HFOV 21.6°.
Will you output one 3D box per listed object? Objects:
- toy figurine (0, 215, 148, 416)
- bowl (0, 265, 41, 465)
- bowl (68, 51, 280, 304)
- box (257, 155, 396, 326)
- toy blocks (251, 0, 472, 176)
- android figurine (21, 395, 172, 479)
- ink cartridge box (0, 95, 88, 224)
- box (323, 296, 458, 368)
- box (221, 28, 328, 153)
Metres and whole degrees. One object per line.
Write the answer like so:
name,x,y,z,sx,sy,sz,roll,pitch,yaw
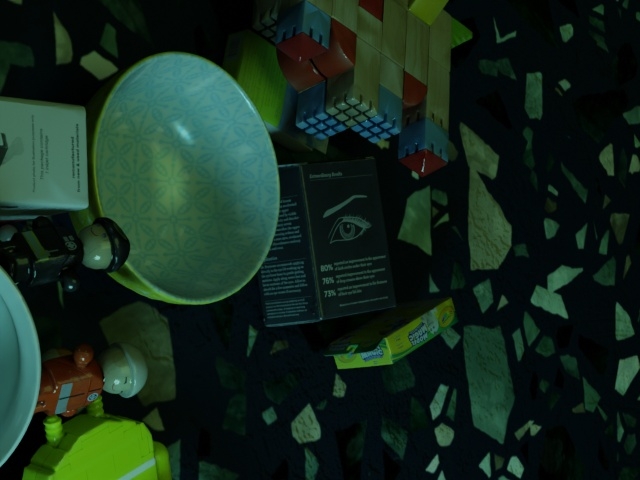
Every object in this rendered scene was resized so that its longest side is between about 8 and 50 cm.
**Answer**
toy figurine,-0.291,0.081,1.791,0.148,0.209,0.213,-12,92,-34
bowl,-0.424,0.110,1.660,0.298,0.134,0.298,-1,99,-6
bowl,-0.200,-0.064,1.951,0.289,0.156,0.289,9,78,-45
box,0.000,0.000,2.188,0.153,0.108,0.207,-6,88,-47
toy blocks,0.043,-0.238,2.177,0.381,0.191,0.261,31,52,-39
android figurine,-0.254,0.306,1.874,0.248,0.056,0.273,-30,119,-44
ink cartridge box,-0.403,-0.082,1.707,0.273,0.197,0.114,4,81,-46
box,0.094,0.129,2.270,0.179,0.105,0.043,-25,101,-45
box,-0.057,-0.191,2.205,0.178,0.042,0.109,28,65,-42
